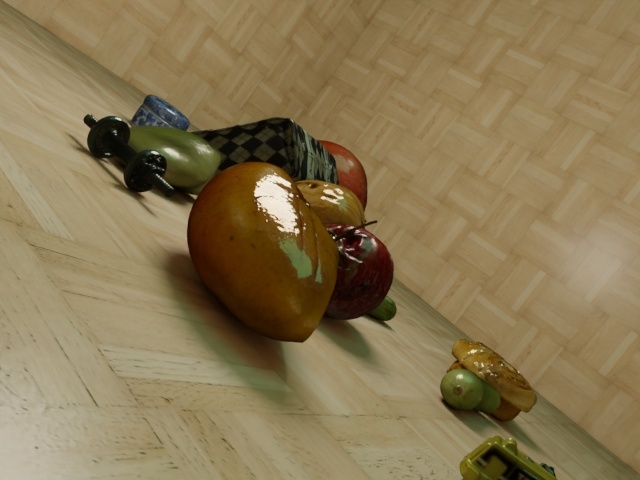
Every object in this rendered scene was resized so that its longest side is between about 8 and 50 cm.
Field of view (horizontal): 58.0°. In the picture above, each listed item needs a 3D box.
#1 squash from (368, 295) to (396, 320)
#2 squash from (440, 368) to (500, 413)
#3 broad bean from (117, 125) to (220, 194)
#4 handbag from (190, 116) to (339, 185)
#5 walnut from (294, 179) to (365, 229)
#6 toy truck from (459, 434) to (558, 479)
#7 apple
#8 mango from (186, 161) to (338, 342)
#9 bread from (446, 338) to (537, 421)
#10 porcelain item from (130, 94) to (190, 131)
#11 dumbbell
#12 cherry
[{"bbox_3d":[0.121,0.147,1.436,0.069,0.069,0.238,41,6,41],"label":"squash"},{"bbox_3d":[0.307,0.312,1.184,0.083,0.083,0.250,40,3,33],"label":"squash"},{"bbox_3d":[-0.304,-0.172,1.166,0.189,0.121,0.263,34,6,12],"label":"broad bean"},{"bbox_3d":[-0.148,-0.179,1.516,0.316,0.180,0.416,-7,-6,16],"label":"handbag"},{"bbox_3d":[-0.013,-0.041,1.247,0.225,0.193,0.193,13,-6,25],"label":"walnut"},{"bbox_3d":[0.254,0.317,0.564,0.286,0.111,0.136,41,5,21],"label":"toy truck"},{"bbox_3d":[-0.009,-0.153,1.864,0.276,0.349,0.348,9,18,-27],"label":"apple"},{"bbox_3d":[-0.075,0.018,0.769,0.198,0.201,0.350,-2,26,-12],"label":"mango"},{"bbox_3d":[0.412,0.337,1.406,0.198,0.120,0.236,34,6,-12],"label":"bread"},{"bbox_3d":[-0.466,-0.348,1.694,0.147,0.114,0.147,36,4,-3],"label":"porcelain item"},{"bbox_3d":[-0.329,-0.148,0.982,0.254,0.082,0.081,39,5,25],"label":"dumbbell"},{"bbox_3d":[0.049,0.064,1.096,0.250,0.191,0.175,48,30,-63],"label":"cherry"}]
